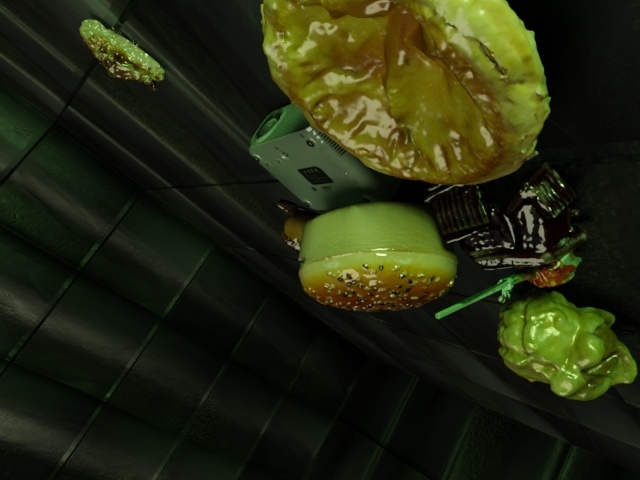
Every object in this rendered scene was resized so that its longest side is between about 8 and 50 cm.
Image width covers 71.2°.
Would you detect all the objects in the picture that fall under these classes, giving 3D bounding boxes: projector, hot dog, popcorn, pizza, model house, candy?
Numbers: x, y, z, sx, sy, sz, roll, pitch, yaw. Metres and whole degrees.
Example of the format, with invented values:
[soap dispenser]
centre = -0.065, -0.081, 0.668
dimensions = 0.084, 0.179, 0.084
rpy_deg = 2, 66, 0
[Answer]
[projector]
centre = 0.002, -0.152, 0.817
dimensions = 0.198, 0.108, 0.250
rpy_deg = 41, 161, -28
[hot dog]
centre = 0.000, 0.002, 1.281
dimensions = 0.326, 0.107, 0.194
rpy_deg = 20, 160, 34
[popcorn]
centre = 0.470, 0.205, 0.897
dimensions = 0.256, 0.195, 0.255
rpy_deg = 41, 171, -28
[pizza]
centre = -0.424, -0.384, 0.979
dimensions = 0.193, 0.069, 0.154
rpy_deg = 29, 163, 15
[model house]
centre = 0.273, -0.045, 0.671
dimensions = 0.203, 0.141, 0.164
rpy_deg = -11, 116, 38
[candy]
centre = 0.289, 0.065, 0.688
dimensions = 0.084, 0.287, 0.078
rpy_deg = -34, 76, 63

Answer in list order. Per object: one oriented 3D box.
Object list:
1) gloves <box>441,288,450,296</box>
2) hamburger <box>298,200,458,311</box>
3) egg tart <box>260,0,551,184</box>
[gloves]
centre = 0.203, 0.054, 1.034
dimensions = 0.119, 0.142, 0.285
rpy_deg = -20, 132, 34
[hamburger]
centre = 0.102, 0.040, 0.813
dimensions = 0.300, 0.176, 0.300
rpy_deg = -1, 169, 0
[egg tart]
centre = 0.095, -0.192, 0.489
dimensions = 0.341, 0.132, 0.341
rpy_deg = 28, 164, 9
